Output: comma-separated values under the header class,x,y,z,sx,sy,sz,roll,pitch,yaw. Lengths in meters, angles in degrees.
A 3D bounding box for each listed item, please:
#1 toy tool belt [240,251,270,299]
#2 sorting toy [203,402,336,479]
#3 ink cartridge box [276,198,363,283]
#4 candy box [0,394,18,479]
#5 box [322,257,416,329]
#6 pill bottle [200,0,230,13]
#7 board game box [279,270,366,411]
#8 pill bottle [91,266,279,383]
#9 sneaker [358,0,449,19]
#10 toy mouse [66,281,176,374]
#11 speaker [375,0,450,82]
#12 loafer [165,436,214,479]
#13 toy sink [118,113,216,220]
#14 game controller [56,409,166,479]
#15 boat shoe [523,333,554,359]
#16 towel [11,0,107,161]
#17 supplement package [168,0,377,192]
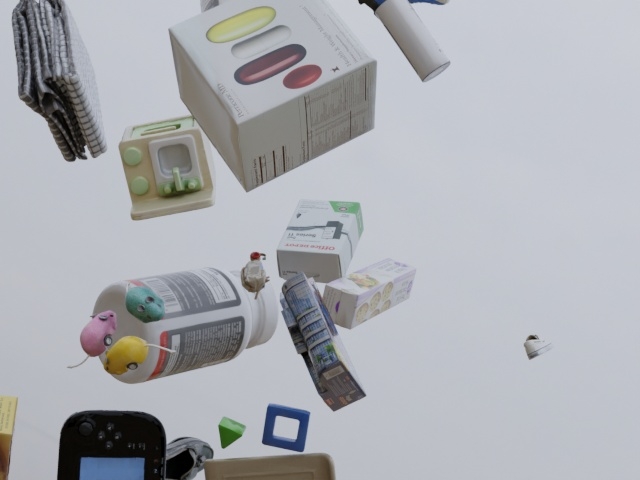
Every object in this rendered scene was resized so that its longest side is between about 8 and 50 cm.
class,x,y,z,sx,sy,sz,roll,pitch,yaw
toy tool belt,-0.117,0.064,2.164,0.052,0.083,0.051,-3,-54,1
sorting toy,-0.066,0.396,1.767,0.196,0.347,0.047,-3,14,9
ink cartridge box,0.000,0.000,2.752,0.153,0.208,0.087,4,-53,15
candy box,-0.379,0.188,1.110,0.187,0.053,0.109,7,-51,-11
box,0.087,0.089,2.113,0.063,0.067,0.324,19,13,19
pill bottle,-0.131,-0.405,2.221,0.176,0.318,0.176,-4,-41,-4
board game box,-0.012,0.129,1.743,0.194,0.060,0.194,65,2,26
pill bottle,-0.274,0.166,2.512,0.210,0.210,0.363,5,9,44
sneaker,0.130,-0.388,1.937,0.152,0.058,0.084,23,-61,8
toy mouse,-0.241,0.096,1.441,0.161,0.143,0.031,-23,-46,23
speaker,0.143,-0.316,1.871,0.136,0.055,0.055,56,-21,6
loafer,-0.297,0.459,2.450,0.084,0.096,0.267,10,3,34
toy sink,-0.277,-0.142,2.187,0.153,0.234,0.131,-11,-71,0
game controller,-0.330,0.425,1.883,0.166,0.319,0.067,3,-2,-5
boat shoe,0.339,0.163,1.893,0.035,0.035,0.100,-30,-9,23
towel,-0.517,-0.318,2.382,0.121,0.283,0.235,-15,-36,-2
supplement package,-0.062,-0.212,1.588,0.194,0.203,0.149,54,-17,28
